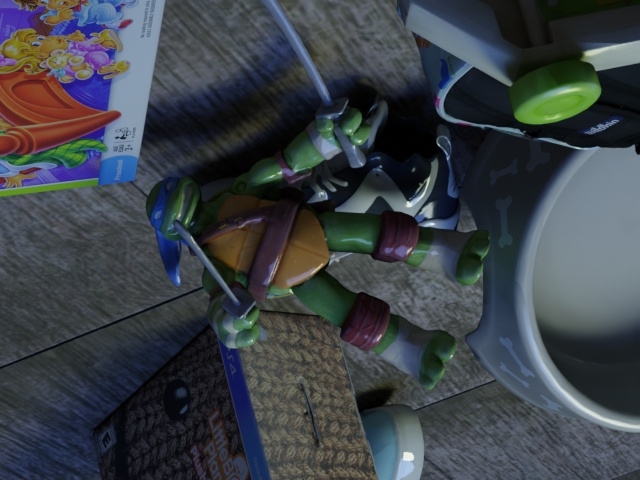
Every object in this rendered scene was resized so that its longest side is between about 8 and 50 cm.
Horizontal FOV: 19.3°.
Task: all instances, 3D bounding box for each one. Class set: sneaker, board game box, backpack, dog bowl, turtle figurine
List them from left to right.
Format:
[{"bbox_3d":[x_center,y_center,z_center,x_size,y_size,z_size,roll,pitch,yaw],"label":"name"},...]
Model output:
[{"bbox_3d":[-0.235,-0.150,1.325,0.233,0.078,0.347,-8,152,-15],"label":"board game box"},{"bbox_3d":[-0.091,0.244,1.977,0.141,0.232,0.291,7,144,-37],"label":"board game box"},{"bbox_3d":[-0.021,0.305,2.236,0.150,0.135,0.366,2,147,-37],"label":"sneaker"},{"bbox_3d":[0.000,0.000,1.478,0.266,0.198,0.275,22,135,-10],"label":"turtle figurine"},{"bbox_3d":[0.007,-0.064,1.617,0.235,0.094,0.153,7,131,2],"label":"sneaker"},{"bbox_3d":[0.183,-0.174,1.367,0.225,0.191,0.253,-31,162,35],"label":"backpack"},{"bbox_3d":[0.288,0.010,1.648,0.348,0.102,0.349,-6,108,-19],"label":"dog bowl"}]

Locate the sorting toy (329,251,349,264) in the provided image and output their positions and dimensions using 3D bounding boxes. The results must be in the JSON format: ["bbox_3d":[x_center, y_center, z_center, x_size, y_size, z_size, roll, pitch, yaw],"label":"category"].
[{"bbox_3d":[0.015,0.008,1.800,0.083,0.045,0.075,-22,160,11],"label":"sorting toy"}]

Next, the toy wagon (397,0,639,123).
[{"bbox_3d":[0.209,-0.222,1.215,0.344,0.267,0.068,-12,163,-8],"label":"toy wagon"}]
